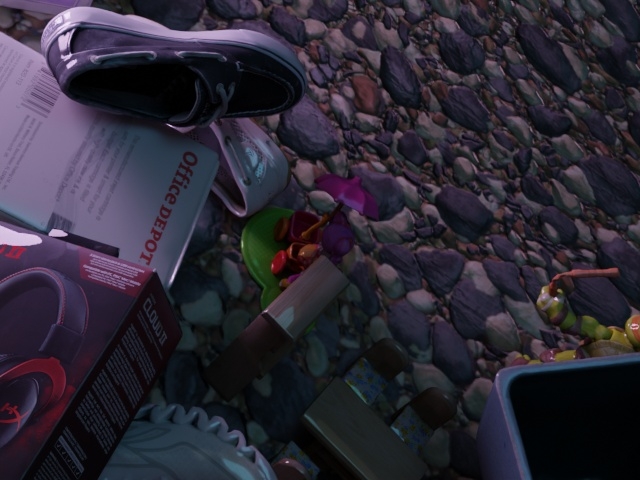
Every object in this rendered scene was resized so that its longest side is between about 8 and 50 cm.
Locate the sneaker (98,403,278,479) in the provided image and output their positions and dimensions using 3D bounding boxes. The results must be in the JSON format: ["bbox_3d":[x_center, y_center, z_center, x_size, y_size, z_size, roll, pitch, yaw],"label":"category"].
[{"bbox_3d":[-0.180,0.199,1.072,0.292,0.110,0.118,18,44,12],"label":"sneaker"}]

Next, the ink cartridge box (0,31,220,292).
[{"bbox_3d":[-0.271,-0.057,1.218,0.283,0.117,0.207,29,48,-14],"label":"ink cartridge box"}]

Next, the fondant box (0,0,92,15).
[{"bbox_3d":[-0.394,-0.433,1.405,0.238,0.096,0.330,5,60,-31],"label":"fondant box"}]

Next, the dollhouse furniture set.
[{"bbox_3d":[0.020,0.164,1.231,0.242,0.161,0.212,45,47,1],"label":"dollhouse furniture set"}]

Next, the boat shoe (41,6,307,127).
[{"bbox_3d":[-0.136,-0.162,1.235,0.301,0.108,0.102,8,40,-36],"label":"boat shoe"}]

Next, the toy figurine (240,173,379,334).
[{"bbox_3d":[0.000,0.000,1.329,0.130,0.159,0.173,19,52,-21],"label":"toy figurine"}]

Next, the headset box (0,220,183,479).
[{"bbox_3d":[-0.272,0.112,1.011,0.218,0.110,0.293,17,57,21],"label":"headset box"}]

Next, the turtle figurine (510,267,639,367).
[{"bbox_3d":[0.341,0.146,1.413,0.269,0.217,0.087,25,50,-17],"label":"turtle figurine"}]

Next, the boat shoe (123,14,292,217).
[{"bbox_3d":[-0.155,-0.141,1.363,0.277,0.098,0.096,44,46,-2],"label":"boat shoe"}]

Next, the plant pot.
[{"bbox_3d":[0.295,0.282,1.252,0.247,0.252,0.248,-5,62,-12],"label":"plant pot"}]
